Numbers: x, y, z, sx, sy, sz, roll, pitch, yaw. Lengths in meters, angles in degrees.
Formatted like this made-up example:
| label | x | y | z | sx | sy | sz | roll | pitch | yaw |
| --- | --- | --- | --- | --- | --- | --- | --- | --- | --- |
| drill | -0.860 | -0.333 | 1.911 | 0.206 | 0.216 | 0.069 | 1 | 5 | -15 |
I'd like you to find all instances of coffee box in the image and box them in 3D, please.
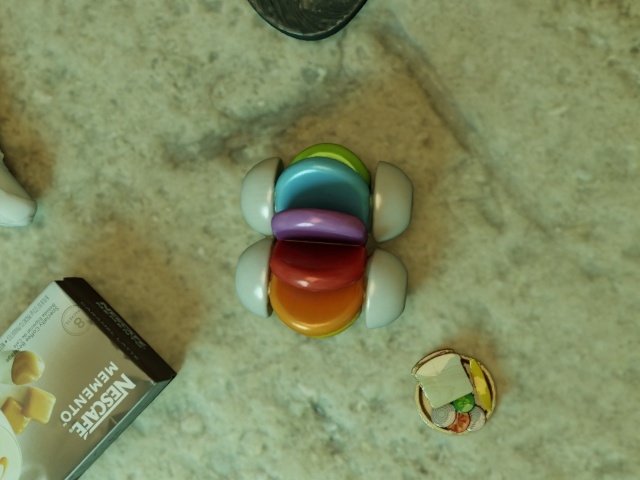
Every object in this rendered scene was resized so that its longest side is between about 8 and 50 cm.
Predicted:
| label | x | y | z | sx | sy | sz | roll | pitch | yaw |
| --- | --- | --- | --- | --- | --- | --- | --- | --- | --- |
| coffee box | -0.273 | 0.170 | 1.362 | 0.141 | 0.098 | 0.246 | 45 | 94 | 6 |

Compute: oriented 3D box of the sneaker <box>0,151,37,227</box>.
| label | x | y | z | sx | sy | sz | roll | pitch | yaw |
| --- | --- | --- | --- | --- | --- | --- | --- | --- | --- |
| sneaker | -0.350 | -0.109 | 1.384 | 0.232 | 0.090 | 0.115 | 41 | 90 | 5 |

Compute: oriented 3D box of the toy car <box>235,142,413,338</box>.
| label | x | y | z | sx | sy | sz | roll | pitch | yaw |
| --- | --- | --- | --- | --- | --- | --- | --- | --- | --- |
| toy car | 0.000 | 0.000 | 1.312 | 0.159 | 0.136 | 0.182 | 4 | 89 | 8 |

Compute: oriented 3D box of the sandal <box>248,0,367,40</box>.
| label | x | y | z | sx | sy | sz | roll | pitch | yaw |
| --- | --- | --- | --- | --- | --- | --- | --- | --- | --- |
| sandal | 0.004 | -0.411 | 1.334 | 0.168 | 0.107 | 0.445 | 11 | 90 | 7 |

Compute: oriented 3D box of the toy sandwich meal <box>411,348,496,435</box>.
| label | x | y | z | sx | sy | sz | roll | pitch | yaw |
| --- | --- | --- | --- | --- | --- | --- | --- | --- | --- |
| toy sandwich meal | 0.124 | 0.142 | 1.347 | 0.086 | 0.029 | 0.085 | 0 | 89 | 7 |
